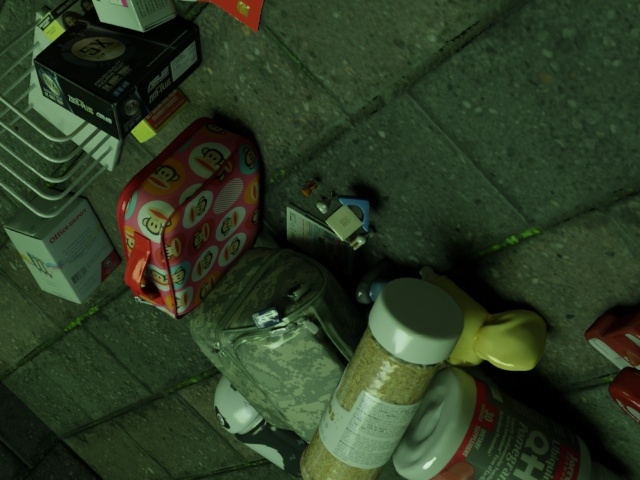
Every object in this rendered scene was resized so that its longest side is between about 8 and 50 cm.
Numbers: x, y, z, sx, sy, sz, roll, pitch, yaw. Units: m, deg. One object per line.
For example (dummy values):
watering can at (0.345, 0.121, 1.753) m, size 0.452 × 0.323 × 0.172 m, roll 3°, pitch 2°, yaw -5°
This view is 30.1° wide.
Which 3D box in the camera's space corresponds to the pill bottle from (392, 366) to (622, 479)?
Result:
pill bottle at (0.279, 0.328, 1.731) m, size 0.319 × 0.176 × 0.176 m, roll 30°, pitch 154°, yaw -16°

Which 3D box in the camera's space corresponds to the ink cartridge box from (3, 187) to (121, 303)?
ink cartridge box at (-0.500, 0.008, 2.310) m, size 0.127 × 0.128 × 0.176 m, roll 16°, pitch 141°, yaw 37°

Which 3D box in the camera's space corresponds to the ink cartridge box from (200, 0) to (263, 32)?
ink cartridge box at (-0.171, -0.366, 1.500) m, size 0.225 × 0.056 × 0.181 m, roll 37°, pitch 151°, yaw 10°

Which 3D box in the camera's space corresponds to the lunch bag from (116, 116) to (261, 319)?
lunch bag at (-0.204, -0.015, 1.797) m, size 0.120 × 0.258 × 0.293 m, roll 30°, pitch 149°, yaw 18°

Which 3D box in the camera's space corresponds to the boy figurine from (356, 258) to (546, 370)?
boy figurine at (0.184, 0.107, 1.676) m, size 0.285 × 0.092 × 0.177 m, roll 15°, pitch 141°, yaw 38°

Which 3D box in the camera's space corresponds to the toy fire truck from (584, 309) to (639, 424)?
toy fire truck at (0.465, 0.187, 1.414) m, size 0.302 × 0.169 × 0.254 m, roll 39°, pitch 175°, yaw 5°

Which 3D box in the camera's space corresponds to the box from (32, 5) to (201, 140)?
box at (-0.279, -0.248, 1.651) m, size 0.147 × 0.180 × 0.077 m, roll 31°, pitch 151°, yaw 20°

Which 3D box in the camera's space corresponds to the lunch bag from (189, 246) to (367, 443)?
lunch bag at (-0.017, 0.166, 1.835) m, size 0.256 × 0.212 × 0.305 m, roll 5°, pitch 139°, yaw 52°

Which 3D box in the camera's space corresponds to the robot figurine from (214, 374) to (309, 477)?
robot figurine at (-0.060, 0.316, 2.132) m, size 0.278 × 0.173 × 0.209 m, roll 36°, pitch 143°, yaw -16°

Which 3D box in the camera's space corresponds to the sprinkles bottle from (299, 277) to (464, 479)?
sprinkles bottle at (0.079, 0.217, 1.652) m, size 0.121 × 0.121 × 0.355 m, roll 33°, pitch 127°, yaw 14°

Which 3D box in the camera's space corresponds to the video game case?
video game case at (0.000, 0.000, 1.829) m, size 0.122 × 0.011 × 0.087 m, roll 30°, pitch 148°, yaw 19°

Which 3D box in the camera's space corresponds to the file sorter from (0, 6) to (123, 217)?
file sorter at (-0.440, -0.194, 1.925) m, size 0.193 × 0.173 × 0.277 m, roll 39°, pitch 150°, yaw 4°

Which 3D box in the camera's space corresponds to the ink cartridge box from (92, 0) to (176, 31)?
ink cartridge box at (-0.300, -0.409, 1.492) m, size 0.239 × 0.060 × 0.275 m, roll 22°, pitch 137°, yaw 51°

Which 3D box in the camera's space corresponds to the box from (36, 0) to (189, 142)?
box at (-0.306, -0.262, 1.764) m, size 0.232 × 0.087 × 0.058 m, roll 51°, pitch 149°, yaw -14°

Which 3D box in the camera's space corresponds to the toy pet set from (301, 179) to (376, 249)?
toy pet set at (0.037, -0.048, 1.697) m, size 0.122 × 0.065 × 0.114 m, roll 48°, pitch -175°, yaw -6°
